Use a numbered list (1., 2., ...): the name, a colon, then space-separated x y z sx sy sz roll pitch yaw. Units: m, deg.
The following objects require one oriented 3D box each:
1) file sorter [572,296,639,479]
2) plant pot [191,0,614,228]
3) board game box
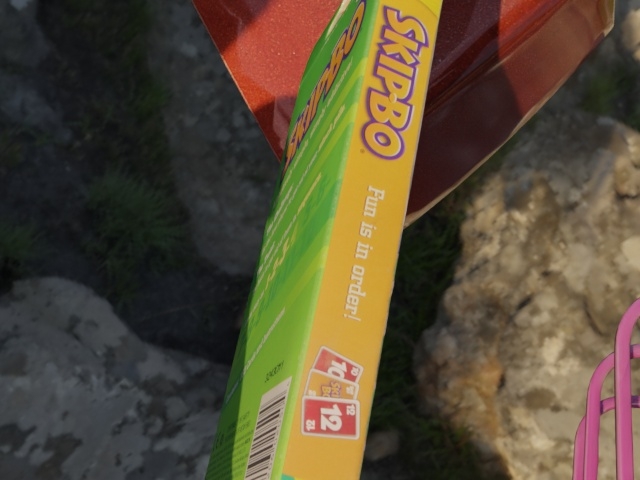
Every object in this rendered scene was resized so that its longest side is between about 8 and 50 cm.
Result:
1. file sorter: 0.207 0.103 0.390 0.182 0.291 0.202 7 59 6
2. plant pot: 0.060 -0.185 0.712 0.267 0.235 0.267 61 13 12
3. board game box: 0.000 0.000 0.416 0.039 0.124 0.259 15 66 -14
